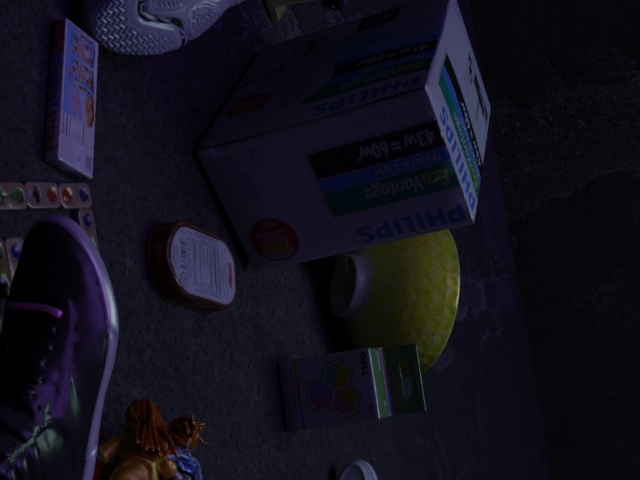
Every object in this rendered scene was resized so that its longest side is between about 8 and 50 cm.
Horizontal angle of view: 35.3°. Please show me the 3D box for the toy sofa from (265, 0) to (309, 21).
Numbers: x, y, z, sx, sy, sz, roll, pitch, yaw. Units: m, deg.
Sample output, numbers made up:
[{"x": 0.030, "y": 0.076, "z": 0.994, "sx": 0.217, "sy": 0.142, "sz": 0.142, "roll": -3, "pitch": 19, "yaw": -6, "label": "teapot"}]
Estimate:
[{"x": 0.065, "y": -0.510, "z": 1.732, "sx": 0.150, "sy": 0.363, "sz": 0.177, "roll": -74, "pitch": 153, "yaw": -48, "label": "toy sofa"}]

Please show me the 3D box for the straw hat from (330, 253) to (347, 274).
[{"x": 0.000, "y": 0.000, "z": 1.728, "sx": 0.144, "sy": 0.061, "sz": 0.144, "roll": 167, "pitch": -90, "yaw": -85, "label": "straw hat"}]

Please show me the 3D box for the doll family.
[{"x": -0.173, "y": 0.260, "z": 1.079, "sx": 0.263, "sy": 0.118, "sz": 0.163, "roll": 48, "pitch": 36, "yaw": -53, "label": "doll family"}]

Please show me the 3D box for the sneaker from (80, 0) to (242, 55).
[{"x": -0.195, "y": -0.382, "z": 1.304, "sx": 0.366, "sy": 0.210, "sz": 0.137, "roll": -39, "pitch": 150, "yaw": -26, "label": "sneaker"}]

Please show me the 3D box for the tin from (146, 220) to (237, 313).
[{"x": -0.165, "y": 0.037, "z": 1.329, "sx": 0.190, "sy": 0.040, "sz": 0.106, "roll": 28, "pitch": 59, "yaw": -64, "label": "tin"}]

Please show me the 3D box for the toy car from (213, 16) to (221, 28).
[{"x": -0.143, "y": -0.415, "z": 1.480, "sx": 0.155, "sy": 0.149, "sz": 0.188, "roll": 56, "pitch": 41, "yaw": -59, "label": "toy car"}]

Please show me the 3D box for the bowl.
[{"x": 0.108, "y": 0.089, "z": 1.788, "sx": 0.156, "sy": 0.289, "sz": 0.289, "roll": 11, "pitch": 62, "yaw": -21, "label": "bowl"}]

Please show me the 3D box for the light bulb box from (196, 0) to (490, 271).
[{"x": 0.053, "y": -0.171, "z": 1.538, "sx": 0.361, "sy": 0.358, "sz": 0.225, "roll": -70, "pitch": 142, "yaw": -55, "label": "light bulb box"}]

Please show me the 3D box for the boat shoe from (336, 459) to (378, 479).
[{"x": 0.045, "y": 0.444, "z": 1.596, "sx": 0.075, "sy": 0.083, "sz": 0.226, "roll": 58, "pitch": 30, "yaw": -46, "label": "boat shoe"}]

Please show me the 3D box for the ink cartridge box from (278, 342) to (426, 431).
[{"x": 0.046, "y": 0.223, "z": 1.531, "sx": 0.062, "sy": 0.209, "sz": 0.108, "roll": 14, "pitch": 67, "yaw": -68, "label": "ink cartridge box"}]

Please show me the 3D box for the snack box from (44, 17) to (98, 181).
[{"x": -0.281, "y": -0.160, "z": 1.142, "sx": 0.064, "sy": 0.022, "sz": 0.178, "roll": 37, "pitch": 47, "yaw": -59, "label": "snack box"}]

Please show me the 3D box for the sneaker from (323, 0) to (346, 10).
[{"x": 0.020, "y": -0.544, "z": 2.049, "sx": 0.084, "sy": 0.058, "sz": 0.152, "roll": -79, "pitch": 158, "yaw": -61, "label": "sneaker"}]

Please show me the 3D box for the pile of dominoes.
[{"x": -0.281, "y": 0.033, "z": 1.025, "sx": 0.251, "sy": 0.040, "sz": 0.195, "roll": -9, "pitch": 88, "yaw": -69, "label": "pile of dominoes"}]

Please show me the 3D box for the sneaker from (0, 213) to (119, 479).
[{"x": -0.261, "y": 0.125, "z": 0.882, "sx": 0.147, "sy": 0.105, "sz": 0.295, "roll": -5, "pitch": 101, "yaw": -71, "label": "sneaker"}]
